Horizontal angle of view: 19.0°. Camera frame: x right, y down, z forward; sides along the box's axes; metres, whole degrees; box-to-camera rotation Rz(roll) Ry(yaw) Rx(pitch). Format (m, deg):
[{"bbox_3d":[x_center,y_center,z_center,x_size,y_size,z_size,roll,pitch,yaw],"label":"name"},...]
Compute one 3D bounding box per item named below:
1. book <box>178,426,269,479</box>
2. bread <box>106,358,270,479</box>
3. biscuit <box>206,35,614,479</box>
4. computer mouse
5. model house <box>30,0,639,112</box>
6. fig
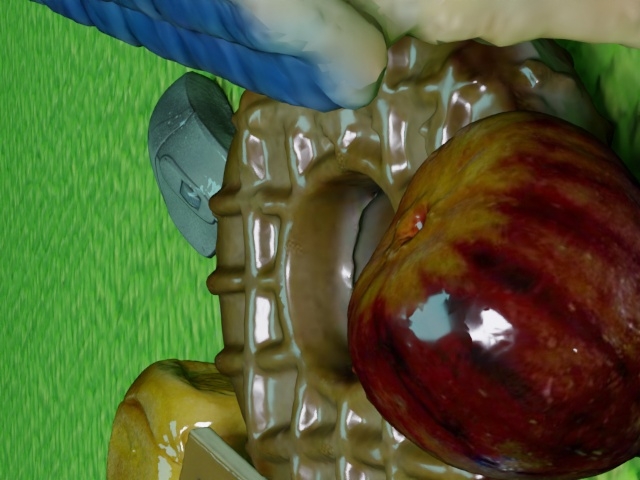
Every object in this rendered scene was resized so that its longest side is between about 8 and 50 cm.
[{"bbox_3d":[-0.016,0.285,1.273,0.295,0.020,0.208,37,124,41],"label":"book"},{"bbox_3d":[-0.100,0.247,1.532,0.167,0.132,0.294,-157,72,-63],"label":"bread"},{"bbox_3d":[0.045,0.019,1.068,0.332,0.103,0.332,6,97,56],"label":"biscuit"},{"bbox_3d":[-0.115,-0.070,1.711,0.229,0.068,0.113,-113,29,-52],"label":"computer mouse"},{"bbox_3d":[-0.023,-0.277,0.661,0.395,0.400,0.445,-144,54,-61],"label":"model house"},{"bbox_3d":[0.096,0.046,0.842,0.202,0.149,0.148,55,145,15],"label":"fig"}]
